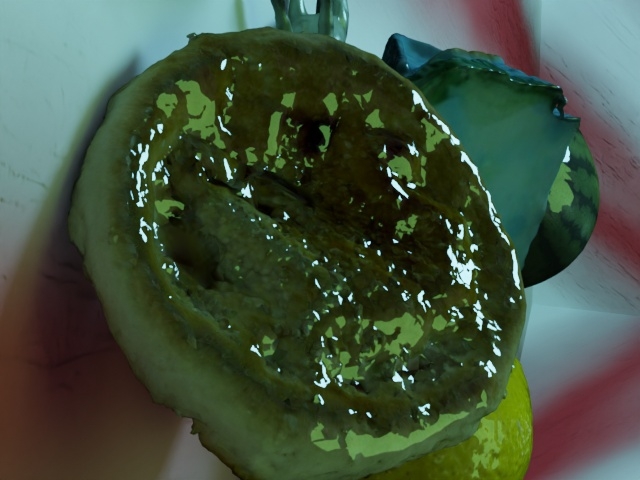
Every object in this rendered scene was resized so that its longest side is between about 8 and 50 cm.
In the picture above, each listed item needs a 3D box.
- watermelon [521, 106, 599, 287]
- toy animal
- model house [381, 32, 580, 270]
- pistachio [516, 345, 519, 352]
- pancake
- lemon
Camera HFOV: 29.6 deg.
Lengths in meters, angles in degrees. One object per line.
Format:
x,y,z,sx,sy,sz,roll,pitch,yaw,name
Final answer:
0.246,-0.070,1.681,0.359,0.279,0.278,45,53,-69,watermelon
-0.013,-0.164,1.095,0.217,0.073,0.176,-70,166,-54,toy animal
0.068,-0.078,1.144,0.226,0.241,0.261,3,116,-36,model house
0.181,0.141,1.739,0.299,0.188,0.187,22,74,-67,pistachio
-0.001,0.001,0.820,0.065,0.356,0.356,-42,-157,48,pancake
0.089,0.185,1.233,0.310,0.258,0.257,-11,107,-61,lemon
